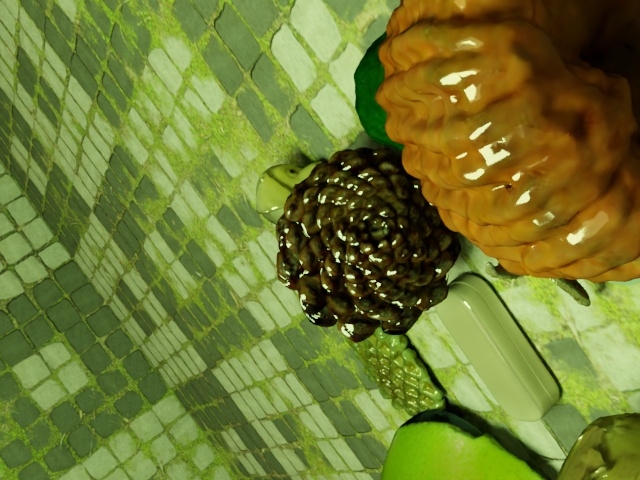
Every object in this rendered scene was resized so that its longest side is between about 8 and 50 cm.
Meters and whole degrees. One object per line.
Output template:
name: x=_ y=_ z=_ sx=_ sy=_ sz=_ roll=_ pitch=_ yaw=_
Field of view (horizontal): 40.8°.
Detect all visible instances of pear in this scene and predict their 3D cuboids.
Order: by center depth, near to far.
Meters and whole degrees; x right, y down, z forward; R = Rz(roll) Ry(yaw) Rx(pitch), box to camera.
pear: x=0.224 y=0.450 z=1.263 sx=0.399 sy=0.165 sz=0.399 roll=37 pitch=152 yaw=23

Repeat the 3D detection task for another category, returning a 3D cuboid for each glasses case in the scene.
glasses case: x=0.215 y=0.133 z=1.055 sx=0.196 sy=0.050 sz=0.083 roll=56 pitch=156 yaw=-4

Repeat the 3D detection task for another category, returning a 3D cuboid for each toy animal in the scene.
toy animal: x=0.002 y=-0.001 z=1.181 sx=0.168 sy=0.121 sz=0.233 roll=46 pitch=168 yaw=54

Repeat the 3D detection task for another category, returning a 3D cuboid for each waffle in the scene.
waffle: x=0.112 y=0.201 z=1.325 sx=0.183 sy=0.036 sz=0.169 roll=56 pitch=154 yaw=-6

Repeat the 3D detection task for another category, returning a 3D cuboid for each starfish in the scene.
starfish: x=0.188 y=0.005 z=0.834 sx=0.213 sy=0.057 sz=0.238 roll=38 pitch=-167 yaw=0

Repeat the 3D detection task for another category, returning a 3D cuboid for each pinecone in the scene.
pinecone: x=0.055 y=0.002 z=0.999 sx=0.221 sy=0.221 sz=0.221 roll=39 pitch=151 yaw=27

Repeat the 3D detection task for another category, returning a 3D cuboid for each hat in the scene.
hat: x=0.131 y=-0.097 z=0.681 sx=0.285 sy=0.285 sz=0.400 roll=57 pitch=157 yaw=-7

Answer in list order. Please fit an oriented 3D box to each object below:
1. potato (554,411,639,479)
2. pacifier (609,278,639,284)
potato: x=0.362 y=0.287 z=0.872 sx=0.246 sy=0.196 sz=0.299 roll=44 pitch=-179 yaw=24
pacifier: x=0.229 y=-0.012 z=0.781 sx=0.126 sy=0.116 sz=0.150 roll=22 pitch=142 yaw=57
